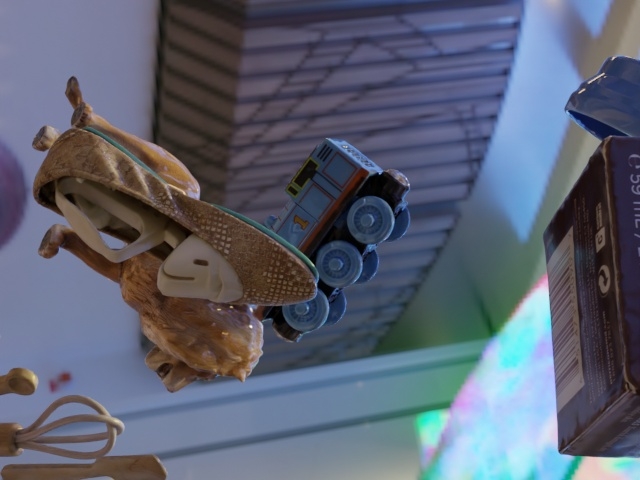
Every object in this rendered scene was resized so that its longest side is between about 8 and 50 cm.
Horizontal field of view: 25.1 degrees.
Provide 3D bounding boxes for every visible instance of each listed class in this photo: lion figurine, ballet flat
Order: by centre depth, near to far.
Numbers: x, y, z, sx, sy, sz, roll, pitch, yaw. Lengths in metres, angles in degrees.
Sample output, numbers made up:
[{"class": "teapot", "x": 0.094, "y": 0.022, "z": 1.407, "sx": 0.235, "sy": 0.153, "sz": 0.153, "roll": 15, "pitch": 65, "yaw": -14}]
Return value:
[{"class": "ballet flat", "x": -0.100, "y": 0.000, "z": 0.930, "sx": 0.206, "sy": 0.067, "sz": 0.073, "roll": 28, "pitch": -35, "yaw": 17}, {"class": "lion figurine", "x": -0.180, "y": -0.021, "z": 1.558, "sx": 0.142, "sy": 0.240, "sz": 0.392, "roll": -47, "pitch": -148, "yaw": 29}]

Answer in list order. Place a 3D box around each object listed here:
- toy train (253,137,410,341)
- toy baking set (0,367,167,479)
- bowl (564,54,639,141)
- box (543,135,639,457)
[{"class": "toy train", "x": 0.000, "y": 0.000, "z": 1.275, "sx": 0.105, "sy": 0.184, "sz": 0.080, "roll": 40, "pitch": 13, "yaw": 13}, {"class": "toy baking set", "x": -0.251, "y": 0.142, "z": 1.072, "sx": 0.196, "sy": 0.256, "sz": 0.030, "roll": -34, "pitch": -152, "yaw": 39}, {"class": "bowl", "x": 0.434, "y": -0.065, "z": 1.456, "sx": 0.077, "sy": 0.391, "sz": 0.391, "roll": -59, "pitch": -156, "yaw": 5}, {"class": "box", "x": 0.263, "y": 0.043, "z": 0.928, "sx": 0.167, "sy": 0.203, "sz": 0.168, "roll": 103, "pitch": -13, "yaw": -67}]
